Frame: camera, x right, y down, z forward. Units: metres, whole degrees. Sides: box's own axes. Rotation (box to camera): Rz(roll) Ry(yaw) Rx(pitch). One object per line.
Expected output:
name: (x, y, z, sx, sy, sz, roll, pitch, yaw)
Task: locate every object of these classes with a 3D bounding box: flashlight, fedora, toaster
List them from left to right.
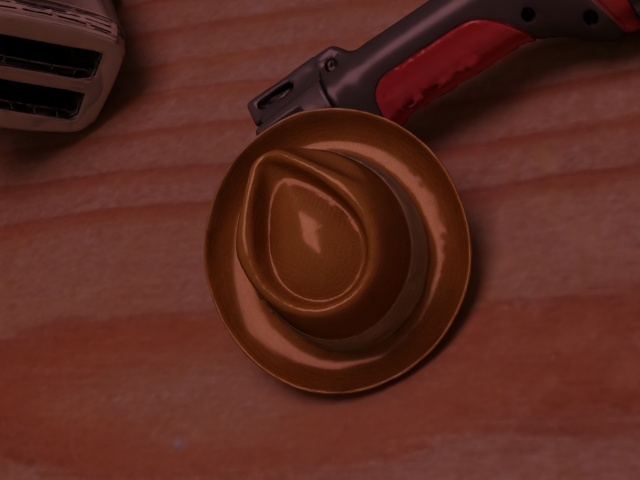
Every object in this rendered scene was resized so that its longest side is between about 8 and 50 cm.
toaster: (-0.250, -0.171, 1.497, 0.129, 0.227, 0.146, -60, 38, 30)
fedora: (0.000, 0.000, 1.200, 0.194, 0.079, 0.194, -5, 76, 18)
flashlight: (0.104, -0.124, 1.268, 0.304, 0.103, 0.103, -34, 35, 13)
